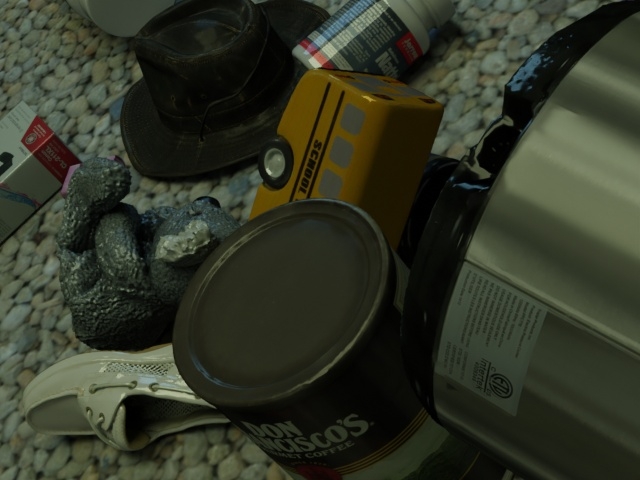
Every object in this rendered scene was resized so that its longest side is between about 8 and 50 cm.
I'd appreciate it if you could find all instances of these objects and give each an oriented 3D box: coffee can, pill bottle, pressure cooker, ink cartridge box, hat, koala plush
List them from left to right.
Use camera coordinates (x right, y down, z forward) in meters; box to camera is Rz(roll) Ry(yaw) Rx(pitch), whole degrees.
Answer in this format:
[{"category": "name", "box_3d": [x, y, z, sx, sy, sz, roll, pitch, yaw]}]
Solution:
[{"category": "ink cartridge box", "box_3d": [-0.427, -0.088, 1.867, 0.175, 0.072, 0.127, -44, 42, -5]}, {"category": "pill bottle", "box_3d": [-0.320, -0.413, 2.007, 0.161, 0.161, 0.283, -41, 42, -1]}, {"category": "koala plush", "box_3d": [-0.158, 0.026, 1.500, 0.221, 0.196, 0.203, -2, 65, 35]}, {"category": "hat", "box_3d": [-0.149, -0.228, 1.743, 0.331, 0.134, 0.331, -20, 46, 22]}, {"category": "coffee can", "box_3d": [0.030, 0.123, 1.195, 0.202, 0.275, 0.201, -20, 45, 22]}, {"category": "pill bottle", "box_3d": [0.054, -0.045, 1.441, 0.219, 0.123, 0.123, 18, 66, 44]}, {"category": "pill bottle", "box_3d": [0.066, -0.239, 1.613, 0.180, 0.108, 0.108, -41, 41, -1]}, {"category": "pressure cooker", "box_3d": [0.313, 0.069, 0.950, 0.420, 0.370, 0.375, 30, 75, 29]}]

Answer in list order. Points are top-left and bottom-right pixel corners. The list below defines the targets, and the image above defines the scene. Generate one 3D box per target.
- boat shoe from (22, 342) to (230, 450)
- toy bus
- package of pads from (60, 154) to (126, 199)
[{"category": "boat shoe", "box_3d": [-0.206, 0.176, 1.457, 0.277, 0.098, 0.096, -15, 46, 24]}, {"category": "toy bus", "box_3d": [0.000, 0.000, 1.333, 0.130, 0.108, 0.332, 33, 114, 39]}, {"category": "package of pads", "box_3d": [-0.297, -0.080, 1.796, 0.083, 0.032, 0.050, -11, 50, 29]}]
